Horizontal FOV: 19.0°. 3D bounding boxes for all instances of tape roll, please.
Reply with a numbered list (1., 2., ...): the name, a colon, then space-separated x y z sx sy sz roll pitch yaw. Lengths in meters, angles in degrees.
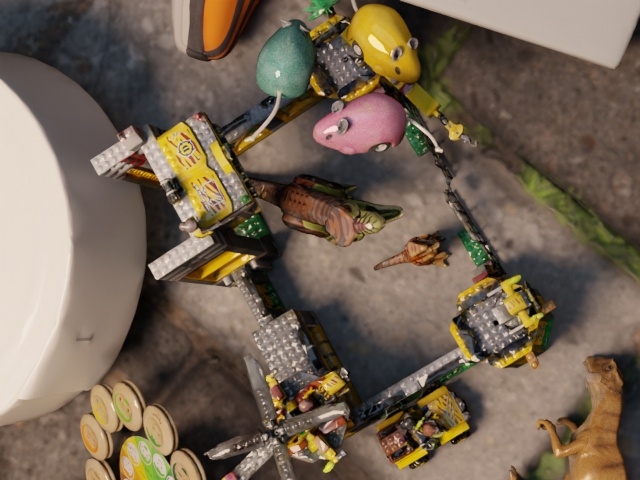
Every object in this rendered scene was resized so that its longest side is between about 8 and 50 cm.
1. tape roll: -0.269 0.001 1.398 0.286 0.100 0.286 1 92 28

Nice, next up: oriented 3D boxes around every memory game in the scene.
1. memory game: -0.122 0.186 1.358 0.186 0.012 0.186 33 133 44

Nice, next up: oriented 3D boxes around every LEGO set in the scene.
1. LEGO set: 0.000 0.000 1.307 0.255 0.192 0.331 -24 81 13

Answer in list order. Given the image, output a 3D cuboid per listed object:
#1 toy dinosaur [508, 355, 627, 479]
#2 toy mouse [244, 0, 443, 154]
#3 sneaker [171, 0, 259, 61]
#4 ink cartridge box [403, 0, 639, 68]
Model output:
1. toy dinosaur: 0.187 0.186 1.312 0.112 0.064 0.211 -9 85 14
2. toy mouse: 0.008 -0.106 1.273 0.143 0.031 0.161 -29 68 -21
3. sneaker: 0.011 -0.260 1.358 0.180 0.124 0.321 20 107 0
4. ink cartridge box: 0.104 -0.315 1.256 0.324 0.071 0.330 17 108 -9
